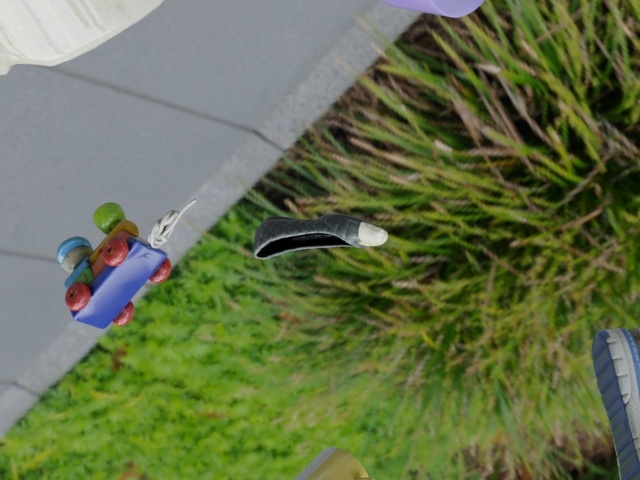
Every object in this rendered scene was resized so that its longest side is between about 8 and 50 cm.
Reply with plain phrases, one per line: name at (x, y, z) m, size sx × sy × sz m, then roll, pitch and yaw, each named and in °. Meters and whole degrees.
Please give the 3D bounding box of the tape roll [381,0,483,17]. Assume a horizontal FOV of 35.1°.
tape roll at (0.126, -0.338, 1.076) m, size 0.189 × 0.080 × 0.189 m, roll -29°, pitch 129°, yaw -44°

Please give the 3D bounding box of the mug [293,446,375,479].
mug at (0.003, 0.214, 0.862) m, size 0.064 × 0.062 × 0.078 m, roll -26°, pitch 154°, yaw -43°

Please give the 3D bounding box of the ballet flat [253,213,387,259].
ballet flat at (0.000, 0.000, 1.121) m, size 0.173 × 0.049 × 0.057 m, roll -1°, pitch 154°, yaw 37°

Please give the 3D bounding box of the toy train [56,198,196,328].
toy train at (-0.279, -0.006, 1.455) m, size 0.248 × 0.143 × 0.105 m, roll -48°, pitch 140°, yaw 12°

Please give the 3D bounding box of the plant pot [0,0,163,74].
plant pot at (-0.252, -0.309, 0.762) m, size 0.333 × 0.334 × 0.305 m, roll -26°, pitch 127°, yaw 5°

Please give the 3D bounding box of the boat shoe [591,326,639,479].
boat shoe at (0.244, 0.145, 0.705) m, size 0.066 × 0.183 × 0.066 m, roll -7°, pitch 159°, yaw -2°
